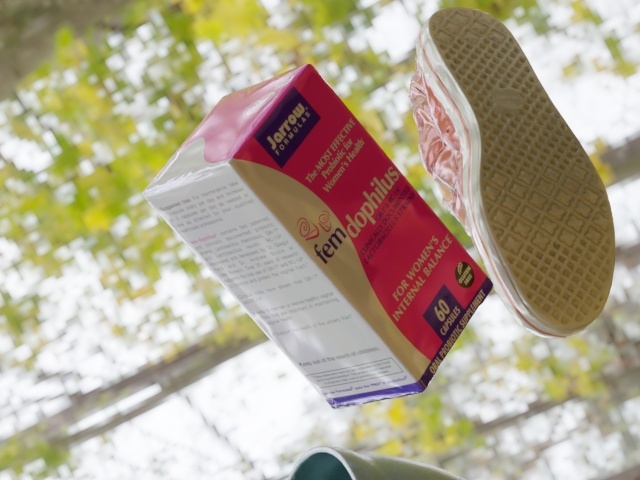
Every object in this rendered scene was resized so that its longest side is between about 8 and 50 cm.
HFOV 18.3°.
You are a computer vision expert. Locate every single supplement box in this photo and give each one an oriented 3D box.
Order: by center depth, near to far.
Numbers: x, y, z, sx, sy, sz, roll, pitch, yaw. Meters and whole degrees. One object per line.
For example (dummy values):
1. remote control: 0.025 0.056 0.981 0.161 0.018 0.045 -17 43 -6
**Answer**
1. supplement box: 0.000 0.000 1.399 0.220 0.114 0.111 48 -125 -18

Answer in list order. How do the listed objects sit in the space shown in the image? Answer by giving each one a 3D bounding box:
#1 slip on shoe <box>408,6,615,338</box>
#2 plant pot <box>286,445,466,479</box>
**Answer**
1. slip on shoe: 0.148 -0.047 1.608 0.123 0.101 0.331 -2 -132 -21
2. plant pot: 0.089 0.311 1.579 0.196 0.293 0.293 2 -125 -19
